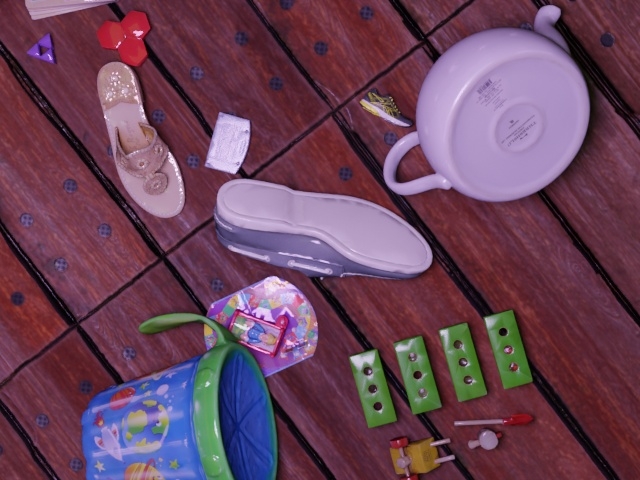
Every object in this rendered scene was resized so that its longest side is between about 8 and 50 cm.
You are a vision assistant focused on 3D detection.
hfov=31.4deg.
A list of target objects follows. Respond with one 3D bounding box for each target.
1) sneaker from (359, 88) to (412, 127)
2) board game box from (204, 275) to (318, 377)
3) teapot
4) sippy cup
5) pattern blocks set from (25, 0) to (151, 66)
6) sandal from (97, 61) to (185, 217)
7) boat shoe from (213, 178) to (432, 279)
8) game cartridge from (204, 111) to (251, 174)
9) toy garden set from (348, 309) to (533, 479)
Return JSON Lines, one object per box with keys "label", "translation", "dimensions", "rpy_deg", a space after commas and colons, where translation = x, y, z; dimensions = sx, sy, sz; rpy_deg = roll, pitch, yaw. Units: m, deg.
{"label": "sneaker", "translation": [0.098, -0.191, 1.647], "dimensions": [0.083, 0.031, 0.035], "rpy_deg": [28, 93, 1]}
{"label": "board game box", "translation": [-0.089, 0.133, 1.668], "dimensions": [0.169, 0.033, 0.133], "rpy_deg": [-24, 91, 3]}
{"label": "teapot", "translation": [0.229, -0.183, 1.572], "dimensions": [0.256, 0.187, 0.252], "rpy_deg": [-5, 117, -19]}
{"label": "sippy cup", "translation": [-0.202, 0.275, 1.592], "dimensions": [0.224, 0.305, 0.240], "rpy_deg": [-12, 129, 15]}
{"label": "pattern blocks set", "translation": [-0.370, -0.419, 1.661], "dimensions": [0.286, 0.026, 0.324], "rpy_deg": [3, 92, 1]}
{"label": "sandal", "translation": [-0.267, -0.138, 1.629], "dimensions": [0.088, 0.079, 0.240], "rpy_deg": [-18, 98, 6]}
{"label": "boat shoe", "translation": [0.000, 0.000, 1.644], "dimensions": [0.320, 0.116, 0.099], "rpy_deg": [15, 136, -5]}
{"label": "game cartridge", "translation": [-0.132, -0.141, 1.668], "dimensions": [0.056, 0.017, 0.083], "rpy_deg": [16, 93, 5]}
{"label": "toy garden set", "translation": [0.186, 0.229, 1.654], "dimensions": [0.244, 0.049, 0.203], "rpy_deg": [-16, 90, 2]}
